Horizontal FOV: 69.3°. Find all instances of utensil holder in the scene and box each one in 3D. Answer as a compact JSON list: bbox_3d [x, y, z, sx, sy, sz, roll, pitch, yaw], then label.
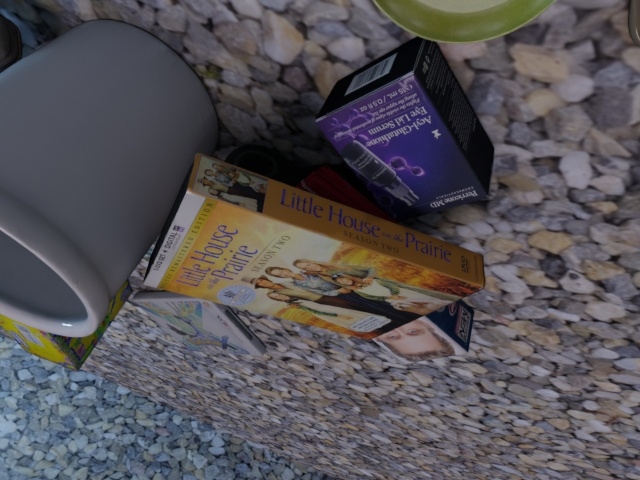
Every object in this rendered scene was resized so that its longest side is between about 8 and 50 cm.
[{"bbox_3d":[-0.378,-0.105,0.705,0.328,0.385,0.327,14,142,11],"label":"utensil holder"}]

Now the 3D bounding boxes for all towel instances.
[{"bbox_3d":[0.000,0.000,0.756,0.199,0.031,0.275,36,143,-18],"label":"towel"}]

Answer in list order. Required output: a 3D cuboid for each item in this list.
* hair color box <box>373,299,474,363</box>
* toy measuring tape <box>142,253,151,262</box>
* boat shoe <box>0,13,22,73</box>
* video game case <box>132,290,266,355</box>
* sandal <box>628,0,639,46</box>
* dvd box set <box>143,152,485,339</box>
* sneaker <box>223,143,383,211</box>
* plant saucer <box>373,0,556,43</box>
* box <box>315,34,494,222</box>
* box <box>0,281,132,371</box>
[{"bbox_3d":[0.131,0.111,0.933,0.347,0.105,0.174,39,140,-21],"label":"hair color box"},{"bbox_3d":[-0.456,-0.040,1.086,0.122,0.121,0.330,16,164,10],"label":"toy measuring tape"},{"bbox_3d":[-0.581,-0.316,0.771,0.356,0.130,0.132,10,100,32],"label":"boat shoe"},{"bbox_3d":[-0.372,0.258,1.426,0.329,0.036,0.299,-5,134,32],"label":"video game case"},{"bbox_3d":[0.321,-0.258,0.435,0.072,0.049,0.180,-6,134,32],"label":"sandal"},{"bbox_3d":[-0.023,0.044,0.691,0.421,0.062,0.308,18,148,-22],"label":"dvd box set"},{"bbox_3d":[-0.028,-0.073,0.813,0.287,0.109,0.130,22,154,8],"label":"sneaker"},{"bbox_3d":[0.147,-0.320,0.461,0.241,0.037,0.240,14,141,11],"label":"plant saucer"},{"bbox_3d":[0.122,-0.141,0.631,0.153,0.108,0.207,-17,127,40],"label":"box"},{"bbox_3d":[-0.691,0.152,1.262,0.177,0.279,0.289,18,142,6],"label":"box"}]
